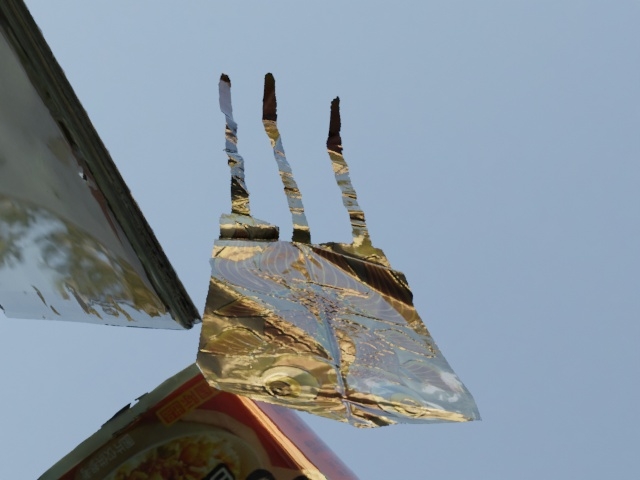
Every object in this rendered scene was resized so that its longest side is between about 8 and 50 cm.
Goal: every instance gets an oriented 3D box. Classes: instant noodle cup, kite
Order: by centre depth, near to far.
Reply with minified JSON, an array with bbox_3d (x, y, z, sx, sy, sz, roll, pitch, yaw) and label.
[{"bbox_3d":[-0.001,0.002,0.888,0.229,0.127,0.016,-99,-149,-48],"label":"kite"},{"bbox_3d":[-0.039,0.257,1.311,0.294,0.294,0.308,-44,-106,13],"label":"instant noodle cup"}]

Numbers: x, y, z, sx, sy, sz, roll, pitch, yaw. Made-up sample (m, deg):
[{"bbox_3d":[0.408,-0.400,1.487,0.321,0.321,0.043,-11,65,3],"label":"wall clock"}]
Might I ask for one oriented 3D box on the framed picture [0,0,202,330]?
[{"bbox_3d":[-0.125,-0.042,0.718,0.010,0.173,0.231,-33,-167,-21],"label":"framed picture"}]
